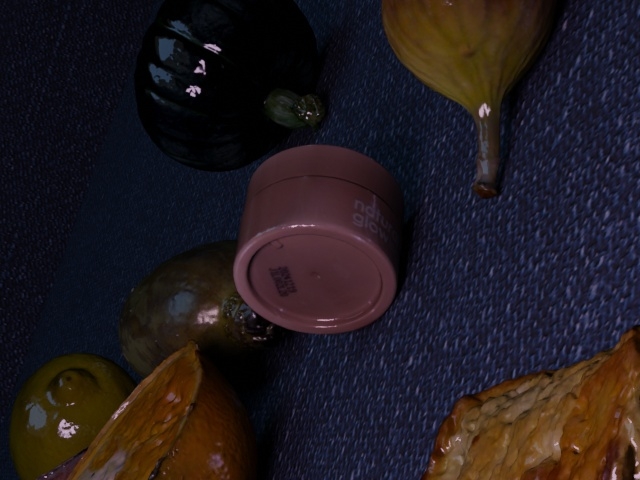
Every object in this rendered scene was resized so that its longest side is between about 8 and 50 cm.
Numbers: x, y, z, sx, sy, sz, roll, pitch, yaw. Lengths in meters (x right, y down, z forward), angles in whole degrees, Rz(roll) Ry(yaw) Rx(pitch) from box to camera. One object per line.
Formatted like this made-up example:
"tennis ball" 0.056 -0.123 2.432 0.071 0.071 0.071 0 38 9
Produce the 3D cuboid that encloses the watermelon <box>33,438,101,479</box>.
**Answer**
"watermelon" -0.195 0.246 1.894 0.202 0.136 0.207 -41 -10 -51

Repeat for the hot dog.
"hot dog" 0.151 0.136 0.980 0.259 0.114 0.175 -30 34 63

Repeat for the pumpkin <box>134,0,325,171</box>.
"pumpkin" -0.092 -0.188 2.179 0.248 0.248 0.248 -58 17 29

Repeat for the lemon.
"lemon" -0.308 0.248 2.295 0.248 0.184 0.184 103 177 -46

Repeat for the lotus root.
"lotus root" -0.118 0.079 1.943 0.309 0.173 0.173 -26 43 65

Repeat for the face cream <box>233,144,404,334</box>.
"face cream" 0.000 0.000 1.632 0.149 0.149 0.104 -53 21 43

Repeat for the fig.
"fig" 0.114 -0.160 1.508 0.160 0.143 0.231 15 -89 -74

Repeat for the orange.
"orange" -0.192 0.266 1.717 0.274 0.310 0.274 41 143 40
